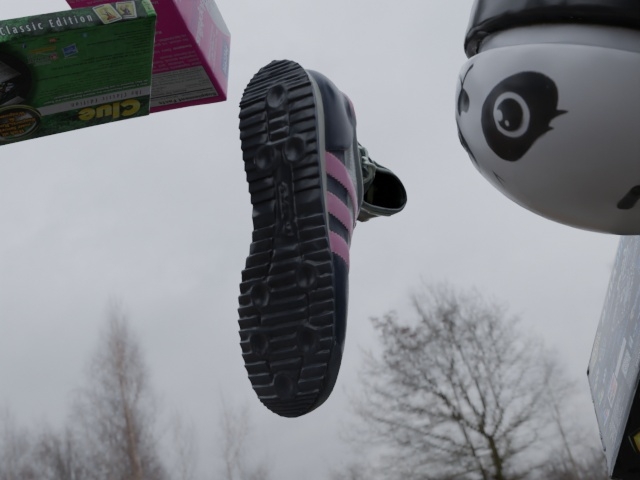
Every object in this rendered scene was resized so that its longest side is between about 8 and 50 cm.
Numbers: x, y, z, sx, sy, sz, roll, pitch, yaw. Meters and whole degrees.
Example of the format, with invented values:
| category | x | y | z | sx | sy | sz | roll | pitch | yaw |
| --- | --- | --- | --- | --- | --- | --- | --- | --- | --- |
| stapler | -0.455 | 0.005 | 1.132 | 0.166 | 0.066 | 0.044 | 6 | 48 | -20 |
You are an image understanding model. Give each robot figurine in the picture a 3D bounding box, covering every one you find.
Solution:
| category | x | y | z | sx | sy | sz | roll | pitch | yaw |
| --- | --- | --- | --- | --- | --- | --- | --- | --- | --- |
| robot figurine | 0.171 | -0.142 | 0.450 | 0.174 | 0.278 | 0.209 | 12 | -6 | 37 |

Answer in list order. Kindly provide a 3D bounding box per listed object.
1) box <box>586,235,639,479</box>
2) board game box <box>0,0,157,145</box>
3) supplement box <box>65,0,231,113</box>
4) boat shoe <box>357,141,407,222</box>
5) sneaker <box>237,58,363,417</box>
| category | x | y | z | sx | sy | sz | roll | pitch | yaw |
| --- | --- | --- | --- | --- | --- | --- | --- | --- | --- |
| box | 0.249 | 0.042 | 0.607 | 0.051 | 0.220 | 0.175 | 11 | 17 | 9 |
| board game box | -0.272 | -0.133 | 0.722 | 0.260 | 0.030 | 0.136 | -16 | -28 | -24 |
| supplement box | -0.189 | -0.255 | 0.939 | 0.114 | 0.111 | 0.220 | -7 | -29 | 11 |
| boat shoe | 0.035 | -0.107 | 1.112 | 0.099 | 0.116 | 0.319 | 2 | -18 | 22 |
| sneaker | 0.000 | 0.000 | 0.777 | 0.112 | 0.318 | 0.131 | -2 | -6 | 33 |
